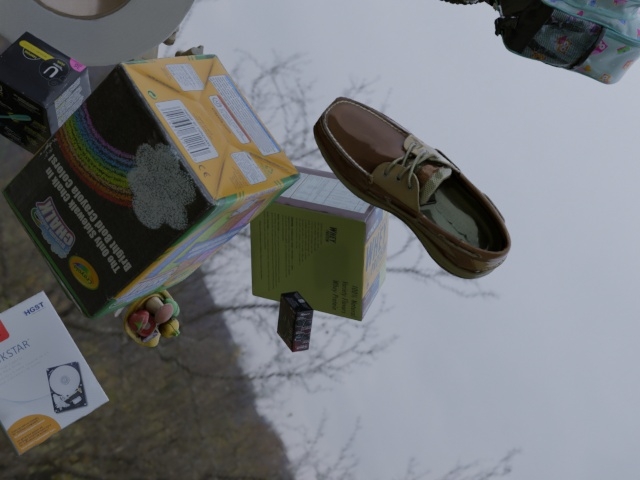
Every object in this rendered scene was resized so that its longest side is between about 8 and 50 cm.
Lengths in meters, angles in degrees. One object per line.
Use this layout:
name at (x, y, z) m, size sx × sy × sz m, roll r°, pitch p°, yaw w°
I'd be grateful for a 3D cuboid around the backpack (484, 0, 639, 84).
backpack at (0.317, -0.282, 1.144) m, size 0.144 × 0.188 × 0.166 m, roll -49°, pitch -150°, yaw 35°

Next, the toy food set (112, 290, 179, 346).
toy food set at (-0.362, 0.173, 2.067) m, size 0.071 × 0.128 × 0.218 m, roll 34°, pitch -14°, yaw 24°

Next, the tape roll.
tape roll at (-0.386, -0.463, 1.515) m, size 0.072 × 0.392 × 0.392 m, roll -102°, pitch 177°, yaw -47°

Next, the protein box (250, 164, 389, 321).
protein box at (0.000, 0.000, 1.588) m, size 0.201 × 0.136 × 0.200 m, roll 12°, pitch -56°, yaw 17°

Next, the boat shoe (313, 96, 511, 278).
boat shoe at (0.137, -0.081, 1.282) m, size 0.324 × 0.122 × 0.120 m, roll 40°, pitch -16°, yaw -3°

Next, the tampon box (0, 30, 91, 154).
tampon box at (-0.434, -0.218, 1.470) m, size 0.120 × 0.101 × 0.161 m, roll 31°, pitch -30°, yaw 8°

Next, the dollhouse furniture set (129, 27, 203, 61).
dollhouse furniture set at (-0.335, -0.368, 1.915) m, size 0.123 × 0.151 × 0.144 m, roll -11°, pitch -109°, yaw 52°

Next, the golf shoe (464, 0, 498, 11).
golf shoe at (0.271, -0.377, 1.384) m, size 0.176 × 0.069 × 0.086 m, roll 16°, pitch -12°, yaw 7°

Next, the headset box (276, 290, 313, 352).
headset box at (-0.041, 0.132, 1.496) m, size 0.062 × 0.032 × 0.083 m, roll 46°, pitch -45°, yaw 51°

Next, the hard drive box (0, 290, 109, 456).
hard drive box at (-0.517, 0.237, 1.675) m, size 0.232 × 0.181 × 0.089 m, roll 58°, pitch -24°, yaw 2°

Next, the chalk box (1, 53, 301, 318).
chalk box at (-0.203, -0.044, 1.038) m, size 0.180 × 0.289 × 0.179 m, roll 56°, pitch 31°, yaw 5°

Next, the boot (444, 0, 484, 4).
boot at (0.243, -0.574, 1.776) m, size 0.236 × 0.270 × 0.089 m, roll 9°, pitch -31°, yaw 17°
